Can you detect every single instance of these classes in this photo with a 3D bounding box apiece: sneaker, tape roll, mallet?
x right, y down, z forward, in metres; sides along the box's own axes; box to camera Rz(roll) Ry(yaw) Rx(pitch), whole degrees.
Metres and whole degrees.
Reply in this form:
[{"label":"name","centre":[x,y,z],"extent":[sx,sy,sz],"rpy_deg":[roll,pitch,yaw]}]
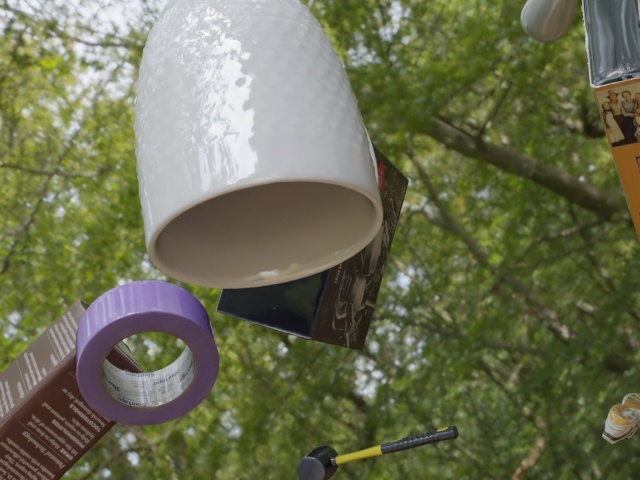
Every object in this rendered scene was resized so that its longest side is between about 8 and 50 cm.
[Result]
[{"label":"sneaker","centre":[0.309,0.180,0.967],"extent":[0.083,0.032,0.037],"rpy_deg":[-8,-55,-42]},{"label":"tape roll","centre":[-0.236,0.154,1.307],"extent":[0.189,0.080,0.189],"rpy_deg":[-7,-59,-11]},{"label":"mallet","centre":[0.061,0.240,1.084],"extent":[0.190,0.039,0.062],"rpy_deg":[-19,-4,25]}]

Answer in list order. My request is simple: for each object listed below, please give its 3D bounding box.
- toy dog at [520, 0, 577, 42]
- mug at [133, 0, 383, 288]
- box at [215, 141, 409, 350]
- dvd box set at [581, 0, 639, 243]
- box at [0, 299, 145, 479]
[{"label":"toy dog","centre":[0.398,-0.421,1.291],"extent":[0.161,0.220,0.334],"rpy_deg":[-27,2,-36]},{"label":"mug","centre":[-0.058,-0.136,1.205],"extent":[0.276,0.328,0.374],"rpy_deg":[-30,-30,34]},{"label":"box","centre":[0.000,0.000,1.684],"extent":[0.312,0.179,0.343],"rpy_deg":[28,-103,-71]},{"label":"dvd box set","centre":[0.401,-0.133,1.180],"extent":[0.307,0.062,0.420],"rpy_deg":[-80,-31,-41]},{"label":"box","centre":[-0.451,0.287,1.475],"extent":[0.381,0.191,0.143],"rpy_deg":[-43,-66,-9]}]
